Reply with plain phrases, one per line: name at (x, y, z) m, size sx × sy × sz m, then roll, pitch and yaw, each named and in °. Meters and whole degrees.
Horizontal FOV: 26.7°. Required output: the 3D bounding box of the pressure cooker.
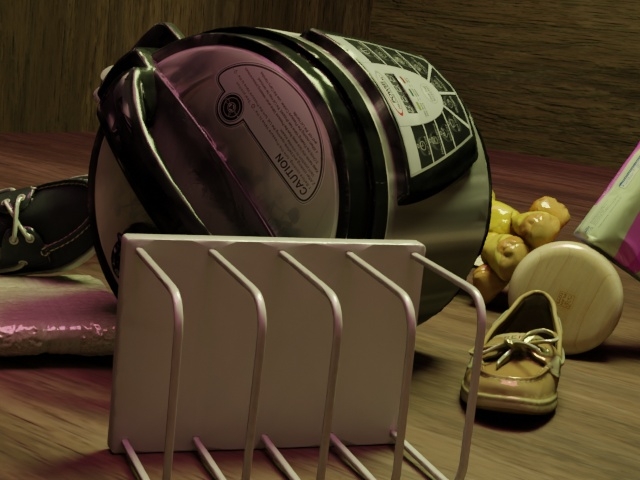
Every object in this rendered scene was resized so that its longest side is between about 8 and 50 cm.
pressure cooker at (-0.044, -0.044, 1.482) m, size 0.370 × 0.375 × 0.420 m, roll 11°, pitch 8°, yaw 32°

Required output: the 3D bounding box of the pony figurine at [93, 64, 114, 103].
pony figurine at (-0.128, -0.098, 1.931) m, size 0.351 × 0.302 × 0.363 m, roll -2°, pitch 15°, yaw -28°

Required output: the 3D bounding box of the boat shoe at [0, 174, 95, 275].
boat shoe at (-0.374, -0.008, 1.648) m, size 0.303 × 0.114 × 0.091 m, roll -24°, pitch -21°, yaw 31°

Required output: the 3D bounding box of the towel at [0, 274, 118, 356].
towel at (-0.323, 0.085, 1.528) m, size 0.187 × 0.049 × 0.282 m, roll 0°, pitch 10°, yaw -19°

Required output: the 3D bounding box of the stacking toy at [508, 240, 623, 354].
stacking toy at (0.326, 0.066, 1.801) m, size 0.141 × 0.141 × 0.330 m, roll 7°, pitch 3°, yaw 10°

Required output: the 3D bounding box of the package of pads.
package of pads at (0.506, -0.016, 1.693) m, size 0.296 × 0.229 × 0.101 m, roll 35°, pitch 2°, yaw -8°

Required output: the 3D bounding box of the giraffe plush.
giraffe plush at (0.240, -0.031, 1.947) m, size 0.170 × 0.181 × 0.210 m, roll 44°, pitch 8°, yaw 5°

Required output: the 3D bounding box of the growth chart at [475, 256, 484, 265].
growth chart at (0.271, 0.024, 2.262) m, size 0.237 × 0.021 × 0.172 m, roll 12°, pitch 11°, yaw 32°

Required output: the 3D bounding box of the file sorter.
file sorter at (-0.019, 0.110, 1.136) m, size 0.278 × 0.192 × 0.173 m, roll 1°, pitch 13°, yaw -21°

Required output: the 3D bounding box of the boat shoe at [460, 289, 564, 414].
boat shoe at (0.213, 0.122, 1.469) m, size 0.105 × 0.089 × 0.285 m, roll 7°, pitch 11°, yaw 10°
